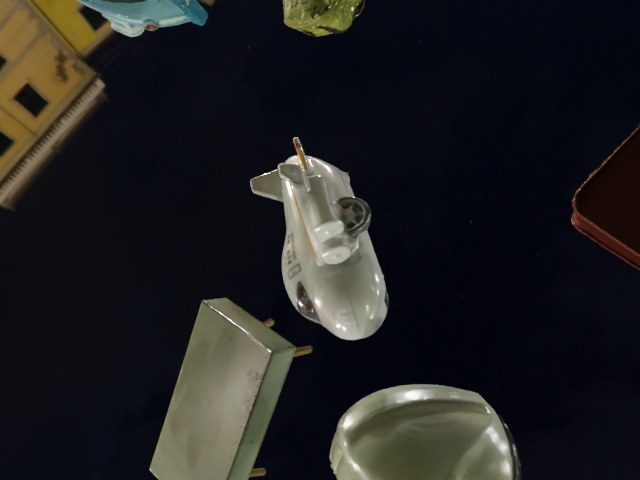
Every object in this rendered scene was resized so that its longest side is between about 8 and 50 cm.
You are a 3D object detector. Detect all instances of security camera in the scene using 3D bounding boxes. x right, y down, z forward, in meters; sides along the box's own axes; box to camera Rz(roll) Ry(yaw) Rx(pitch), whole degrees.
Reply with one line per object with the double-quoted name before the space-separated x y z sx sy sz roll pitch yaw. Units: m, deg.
"security camera" 0.087 0.270 0.589 0.191 0.197 0.277 10 -75 -9

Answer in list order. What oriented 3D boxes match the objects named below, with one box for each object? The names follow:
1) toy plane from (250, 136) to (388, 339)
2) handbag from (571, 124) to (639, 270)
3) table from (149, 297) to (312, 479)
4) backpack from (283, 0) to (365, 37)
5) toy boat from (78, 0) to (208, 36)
"toy plane" 0.000 0.000 0.647 0.117 0.245 0.245 -18 -116 0
"handbag" 0.576 -0.071 0.927 0.275 0.084 0.260 -47 -123 -3
"table" -0.100 0.202 0.717 0.121 0.111 0.240 30 -73 33
"backpack" 0.015 -0.546 1.221 0.207 0.140 0.253 7 -96 45
"toy boat" -0.234 -0.300 0.701 0.215 0.102 0.088 22 -96 8
